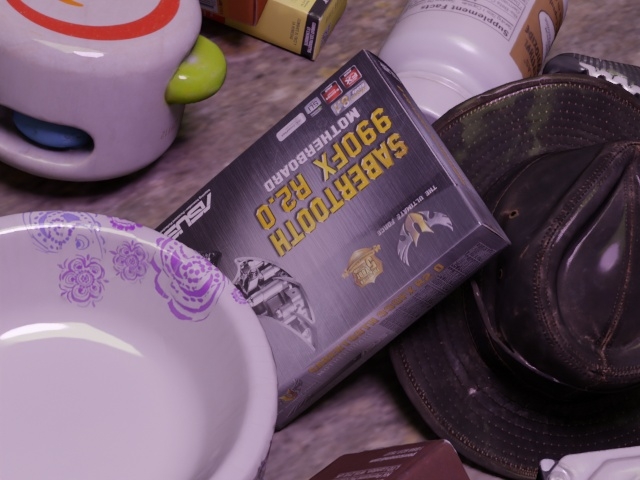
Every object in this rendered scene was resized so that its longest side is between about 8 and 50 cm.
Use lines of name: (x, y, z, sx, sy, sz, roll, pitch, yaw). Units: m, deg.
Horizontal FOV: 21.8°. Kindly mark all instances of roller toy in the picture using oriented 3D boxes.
roller toy: (-0.200, -0.147, 1.347, 0.191, 0.146, 0.209, -15, 49, -32)

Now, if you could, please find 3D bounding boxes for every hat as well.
hat: (0.201, 0.014, 1.239, 0.331, 0.134, 0.331, 3, 74, -12)

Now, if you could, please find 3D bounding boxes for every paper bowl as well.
paper bowl: (-0.176, 0.129, 1.126, 0.284, 0.148, 0.284, 5, 51, -6)

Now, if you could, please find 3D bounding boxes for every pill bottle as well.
pill bottle: (0.119, -0.152, 1.421, 0.131, 0.131, 0.229, 23, 52, 8)

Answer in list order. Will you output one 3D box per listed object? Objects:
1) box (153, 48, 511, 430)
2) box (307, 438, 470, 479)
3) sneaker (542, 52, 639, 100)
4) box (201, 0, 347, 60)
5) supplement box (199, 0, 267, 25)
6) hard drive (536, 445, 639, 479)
box: (0.000, 0.000, 1.235, 0.231, 0.056, 0.183, -39, 57, 15)
box: (-0.040, 0.296, 0.978, 0.381, 0.143, 0.191, -34, 97, -30)
sneaker: (0.309, -0.118, 1.471, 0.234, 0.078, 0.106, 23, 48, 3)
box: (-0.093, -0.247, 1.506, 0.232, 0.058, 0.087, 22, 51, 6)
supplement box: (-0.151, -0.265, 1.429, 0.233, 0.080, 0.078, 20, 69, 5)
hard drive: (0.338, 0.243, 1.156, 0.339, 0.064, 0.237, -5, 52, -4)
